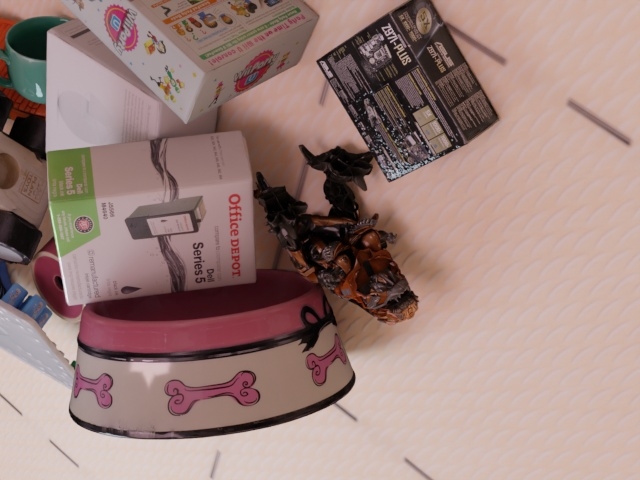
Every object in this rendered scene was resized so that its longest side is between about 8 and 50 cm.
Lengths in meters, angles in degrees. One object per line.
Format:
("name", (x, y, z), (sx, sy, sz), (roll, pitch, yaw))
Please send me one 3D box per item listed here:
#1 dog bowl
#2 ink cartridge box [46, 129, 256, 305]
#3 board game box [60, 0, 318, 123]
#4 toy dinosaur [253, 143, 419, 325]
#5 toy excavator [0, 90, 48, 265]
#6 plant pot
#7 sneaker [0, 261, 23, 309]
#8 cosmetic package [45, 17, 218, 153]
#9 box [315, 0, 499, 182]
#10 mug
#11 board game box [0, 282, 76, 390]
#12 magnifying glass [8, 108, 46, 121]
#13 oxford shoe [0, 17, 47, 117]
("dog bowl", (-0.159, 0.146, 1.746), (0.407, 0.408, 0.151), (3, 102, 42))
("ink cartridge box", (-0.229, -0.031, 1.710), (0.115, 0.272, 0.198), (-105, 12, -46))
("board game box", (-0.188, -0.315, 1.574), (0.303, 0.224, 0.097), (43, 137, 13))
("toy dinosaur", (0.000, 0.000, 1.675), (0.321, 0.164, 0.218), (14, 140, 30))
("toy excavator", (-0.601, -0.086, 2.061), (0.445, 0.222, 0.433), (4, 159, 37))
("plant pot", (-0.359, 0.035, 2.004), (0.201, 0.180, 0.201), (24, 132, 31))
("sneaker", (-0.636, 0.116, 2.386), (0.081, 0.090, 0.232), (1, 116, 43))
("cosmetic package", (-0.275, -0.187, 1.807), (0.224, 0.138, 0.224), (34, 136, 23))
("box", (0.104, -0.183, 1.498), (0.147, 0.077, 0.180), (-27, 97, 49))
("mug", (-0.426, -0.270, 1.888), (0.157, 0.129, 0.097), (9, 131, 1))
("board game box", (-0.579, 0.111, 2.130), (0.389, 0.050, 0.390), (26, 160, 18))
("magnifying glass", (-0.542, -0.229, 2.120), (0.231, 0.026, 0.092), (25, 131, 32))
("oxford shoe", (-0.541, -0.293, 2.030), (0.363, 0.130, 0.133), (30, 167, 16))
